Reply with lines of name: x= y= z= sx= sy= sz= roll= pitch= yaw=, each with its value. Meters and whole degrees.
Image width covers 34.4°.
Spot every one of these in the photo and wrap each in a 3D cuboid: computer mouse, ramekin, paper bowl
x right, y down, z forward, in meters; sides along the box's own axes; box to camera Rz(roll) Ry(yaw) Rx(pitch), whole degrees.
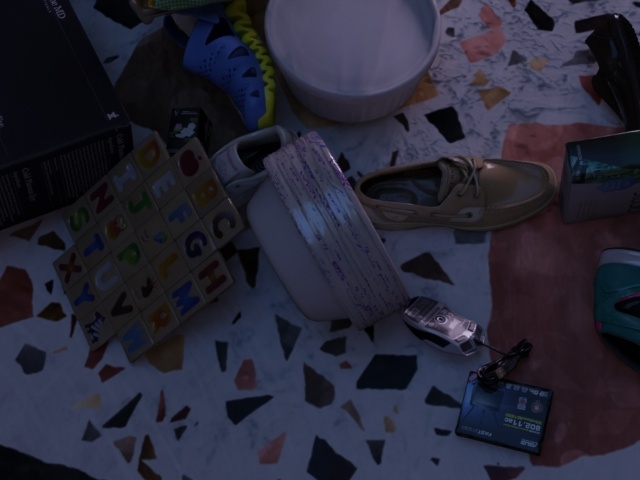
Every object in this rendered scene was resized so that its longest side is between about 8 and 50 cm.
computer mouse: x=0.200 y=0.142 z=1.497 sx=0.193 sy=0.042 sz=0.106 roll=28 pitch=46 yaw=26
ramekin: x=0.050 y=-0.309 z=1.630 sx=0.273 sy=0.127 sz=0.272 roll=0 pitch=67 yaw=1
paper bowl: x=0.000 y=0.000 z=1.465 sx=0.148 sy=0.284 sz=0.284 roll=-31 pitch=68 yaw=1

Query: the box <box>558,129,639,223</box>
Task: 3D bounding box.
box: x=0.497 y=-0.100 z=1.428 sx=0.322 sy=0.232 sz=0.058 roll=-10 pitch=74 yaw=8

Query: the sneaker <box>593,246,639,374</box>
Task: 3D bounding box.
sneaker: x=0.506 y=0.127 z=1.403 sx=0.296 sy=0.124 sz=0.178 roll=14 pitch=71 yaw=21

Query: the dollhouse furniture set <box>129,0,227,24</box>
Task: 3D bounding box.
dollhouse furniture set: x=-0.217 y=-0.497 z=1.682 sx=0.198 sy=0.151 sz=0.301 roll=-14 pitch=35 yaw=8

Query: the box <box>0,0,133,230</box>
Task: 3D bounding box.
box: x=-0.505 y=-0.216 z=1.657 sx=0.313 sy=0.179 sz=0.343 roll=-22 pitch=67 yaw=-16

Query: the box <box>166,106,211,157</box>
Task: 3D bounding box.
box: x=-0.214 y=-0.168 z=1.687 sx=0.052 sy=0.062 sz=0.083 roll=2 pitch=72 yaw=14

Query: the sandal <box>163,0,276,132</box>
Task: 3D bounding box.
sandal: x=-0.161 y=-0.294 z=1.674 sx=0.138 sy=0.126 sz=0.317 roll=-15 pitch=56 yaw=-15

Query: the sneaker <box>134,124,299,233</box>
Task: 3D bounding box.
sneaker: x=-0.166 y=-0.094 z=1.602 sx=0.305 sy=0.152 sz=0.114 roll=-31 pitch=76 yaw=0

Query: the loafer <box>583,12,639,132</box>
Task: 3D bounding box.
loafer: x=0.460 y=-0.235 z=1.578 sx=0.078 sy=0.080 sz=0.219 roll=-25 pitch=65 yaw=38

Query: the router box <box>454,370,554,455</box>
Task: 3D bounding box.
router box: x=0.259 y=0.244 z=1.458 sx=0.123 sy=0.038 sz=0.092 roll=11 pitch=74 yaw=15

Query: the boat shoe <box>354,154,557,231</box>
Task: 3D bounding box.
boat shoe: x=0.202 y=-0.077 z=1.551 sx=0.303 sy=0.098 sz=0.109 roll=-4 pitch=70 yaw=10

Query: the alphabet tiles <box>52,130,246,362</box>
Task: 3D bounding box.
alphabet tiles: x=-0.272 y=0.009 z=1.589 sx=0.343 sy=0.011 sz=0.285 roll=-38 pitch=67 yaw=22
